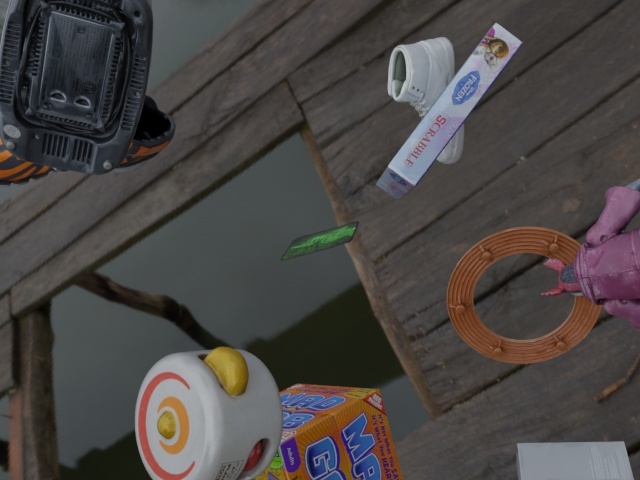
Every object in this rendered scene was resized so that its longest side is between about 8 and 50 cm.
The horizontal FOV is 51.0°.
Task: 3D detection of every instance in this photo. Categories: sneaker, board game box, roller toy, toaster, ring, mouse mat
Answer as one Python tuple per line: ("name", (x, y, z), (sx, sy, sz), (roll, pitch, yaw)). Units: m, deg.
("sneaker", (0.231, -0.307, 1.538), (0.108, 0.169, 0.292), (5, 109, 56))
("board game box", (-0.038, 0.623, 1.811), (0.357, 0.357, 0.355), (-11, 95, 49))
("board game box", (0.237, -0.234, 1.323), (0.066, 0.318, 0.318), (37, 91, 1))
("sneaker", (-0.354, -0.158, 0.934), (0.180, 0.321, 0.124), (-15, 89, 53))
("roller toy", (-0.160, 0.249, 0.933), (0.209, 0.146, 0.190), (-15, 76, 40))
("toaster", (-0.233, -0.187, 0.658), (0.146, 0.129, 0.226), (-110, 35, -56))
("ring", (0.449, 0.130, 1.477), (0.337, 0.336, 0.032), (-30, 16, 18))
("mouse mat", (0.000, 0.000, 1.689), (0.190, 0.007, 0.152), (-15, 17, 17))

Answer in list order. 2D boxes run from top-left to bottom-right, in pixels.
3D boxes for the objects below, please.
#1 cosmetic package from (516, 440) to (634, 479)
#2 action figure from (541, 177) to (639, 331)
("cosmetic package", (0.571, 0.528, 1.530), (0.238, 0.127, 0.107), (-8, 48, 11))
("action figure", (0.459, 0.038, 0.874), (0.370, 0.276, 0.247), (-19, 90, 37))
